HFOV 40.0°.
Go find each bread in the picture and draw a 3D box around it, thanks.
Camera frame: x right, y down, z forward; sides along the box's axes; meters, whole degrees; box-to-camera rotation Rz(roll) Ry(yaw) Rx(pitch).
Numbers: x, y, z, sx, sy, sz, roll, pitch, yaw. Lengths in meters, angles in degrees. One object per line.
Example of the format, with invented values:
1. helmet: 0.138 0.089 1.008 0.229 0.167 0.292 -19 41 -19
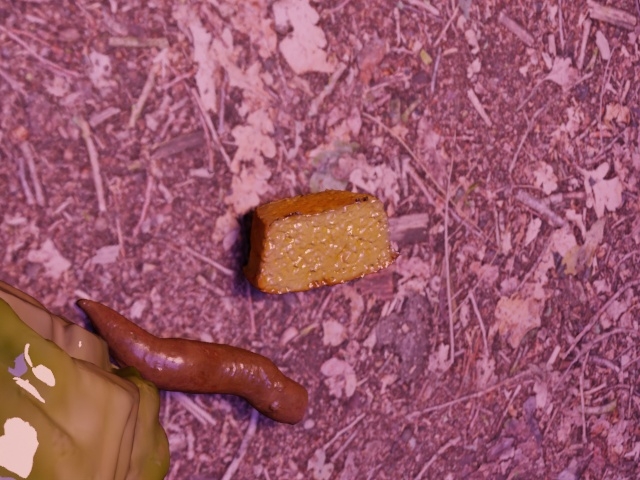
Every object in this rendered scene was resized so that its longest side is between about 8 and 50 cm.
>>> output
1. bread: 0.000 0.000 0.986 0.187 0.065 0.103 -14 113 -25

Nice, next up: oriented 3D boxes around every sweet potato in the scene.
1. sweet potato: -0.128 0.133 0.925 0.281 0.059 0.067 24 72 -35

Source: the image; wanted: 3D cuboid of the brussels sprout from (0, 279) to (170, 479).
1. brussels sprout: -0.299 0.190 0.590 0.342 0.425 0.361 27 78 -8
